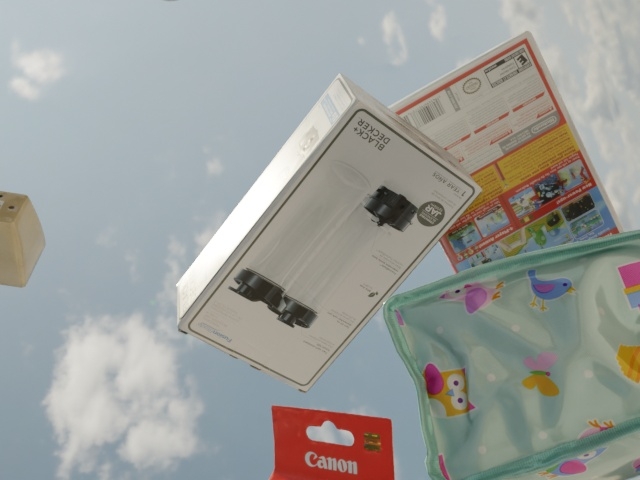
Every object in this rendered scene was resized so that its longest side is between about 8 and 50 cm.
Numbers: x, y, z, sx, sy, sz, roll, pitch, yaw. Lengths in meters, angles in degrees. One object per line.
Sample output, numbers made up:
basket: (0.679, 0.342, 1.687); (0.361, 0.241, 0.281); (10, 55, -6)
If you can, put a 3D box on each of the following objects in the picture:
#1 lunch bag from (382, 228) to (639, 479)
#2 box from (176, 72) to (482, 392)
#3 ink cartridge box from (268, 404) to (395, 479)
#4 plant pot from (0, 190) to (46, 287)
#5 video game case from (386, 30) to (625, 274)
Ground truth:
lunch bag: (0.205, 0.089, 0.554); (0.223, 0.262, 0.160); (48, -156, -60)
box: (0.000, 0.000, 0.820); (0.169, 0.290, 0.087); (30, -162, -25)
ink cartridge box: (-0.007, 0.505, 1.454); (0.091, 0.308, 0.385); (2, -95, -48)
plant pot: (-0.454, -0.011, 1.133); (0.109, 0.109, 0.096); (-89, 10, -54)
video game case: (0.217, -0.072, 0.958); (0.285, 0.204, 0.025); (61, -179, -12)
